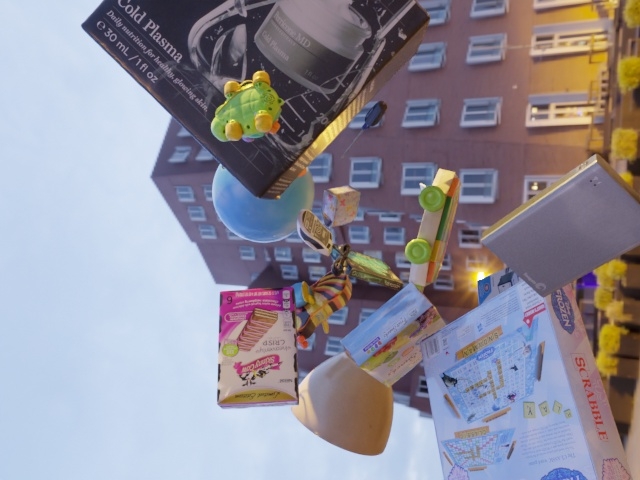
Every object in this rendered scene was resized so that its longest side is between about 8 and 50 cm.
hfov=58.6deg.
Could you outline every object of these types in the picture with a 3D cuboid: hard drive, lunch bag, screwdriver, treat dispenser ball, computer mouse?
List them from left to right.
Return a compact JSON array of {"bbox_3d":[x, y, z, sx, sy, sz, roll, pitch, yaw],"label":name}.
[{"bbox_3d":[-0.160,-0.136,1.613,0.288,0.288,0.288,2,-90,-65],"label":"treat dispenser ball"},{"bbox_3d":[0.000,0.000,1.354,0.193,0.042,0.106,45,-140,-29],"label":"computer mouse"},{"bbox_3d":[0.041,-0.071,1.227,0.071,0.053,0.083,-15,-57,-34],"label":"lunch bag"},{"bbox_3d":[0.068,-0.187,0.982,0.024,0.170,0.025,-10,-104,-28],"label":"screwdriver"},{"bbox_3d":[0.239,-0.009,0.552,0.094,0.135,0.022,41,-140,-9],"label":"hard drive"}]

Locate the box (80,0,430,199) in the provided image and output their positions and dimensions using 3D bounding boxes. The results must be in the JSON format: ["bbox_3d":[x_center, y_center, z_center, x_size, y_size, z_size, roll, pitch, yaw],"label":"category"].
[{"bbox_3d":[-0.118,-0.413,1.185,0.472,0.480,0.297,-46,1,4],"label":"box"}]

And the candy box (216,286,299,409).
[{"bbox_3d":[-0.126,0.217,1.160,0.071,0.159,0.234,88,179,-65],"label":"candy box"}]

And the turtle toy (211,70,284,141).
[{"bbox_3d":[-0.110,-0.186,0.847,0.066,0.130,0.095,33,-131,-60],"label":"turtle toy"}]

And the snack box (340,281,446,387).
[{"bbox_3d":[0.153,0.188,1.101,0.174,0.070,0.207,-40,-32,2],"label":"snack box"}]

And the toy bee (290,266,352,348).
[{"bbox_3d":[-0.033,0.205,1.512,0.195,0.298,0.162,33,-160,-42],"label":"toy bee"}]

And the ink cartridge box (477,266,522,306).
[{"bbox_3d":[0.456,0.130,1.291,0.082,0.190,0.140,19,-123,-27],"label":"ink cartridge box"}]

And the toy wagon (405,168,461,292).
[{"bbox_3d":[0.257,0.010,1.341,0.267,0.068,0.345,5,-81,-73],"label":"toy wagon"}]

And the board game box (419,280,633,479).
[{"bbox_3d":[0.285,0.256,0.868,0.319,0.065,0.318,131,140,-53],"label":"board game box"}]

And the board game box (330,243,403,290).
[{"bbox_3d":[0.117,0.069,1.482,0.186,0.126,0.026,18,-70,-36],"label":"board game box"}]

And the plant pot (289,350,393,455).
[{"bbox_3d":[0.082,0.410,1.530,0.284,0.284,0.191,13,-79,-65],"label":"plant pot"}]

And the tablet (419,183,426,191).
[{"bbox_3d":[0.253,-0.093,1.363,0.054,0.006,0.083,-107,3,-77],"label":"tablet"}]
